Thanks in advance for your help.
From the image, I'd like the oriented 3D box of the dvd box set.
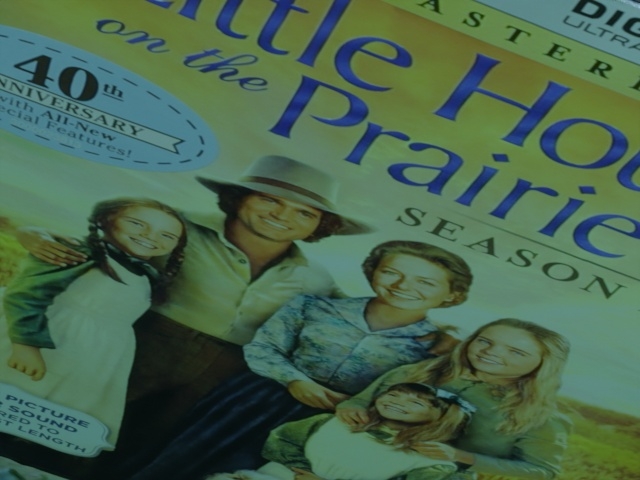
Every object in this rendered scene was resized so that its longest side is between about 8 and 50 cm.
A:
[{"bbox_3d":[0.000,0.000,0.657,0.307,0.062,0.420,21,150,-10],"label":"dvd box set"}]
